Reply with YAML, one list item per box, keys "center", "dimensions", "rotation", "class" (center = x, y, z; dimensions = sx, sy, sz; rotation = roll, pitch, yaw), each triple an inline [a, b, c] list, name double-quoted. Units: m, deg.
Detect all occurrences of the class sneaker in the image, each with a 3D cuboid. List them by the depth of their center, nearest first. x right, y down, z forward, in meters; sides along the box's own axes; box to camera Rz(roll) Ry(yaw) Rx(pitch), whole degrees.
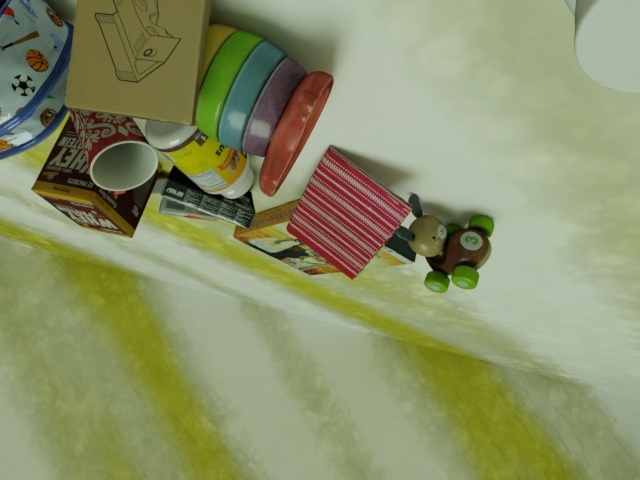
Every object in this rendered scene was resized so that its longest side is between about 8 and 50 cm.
- center: [-0.387, -0.139, 1.131]
  dimensions: [0.134, 0.051, 0.070]
  rotation: [2, -162, -23]
  class: "sneaker"

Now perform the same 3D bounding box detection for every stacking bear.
- center: [-0.143, -0.218, 0.613]
  dimensions: [0.289, 0.164, 0.175]
  rotation: [28, 125, -4]
  class: "stacking bear"

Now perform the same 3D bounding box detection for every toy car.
- center: [0.239, -0.008, 0.925]
  dimensions: [0.188, 0.155, 0.149]
  rotation: [37, 153, -19]
  class: "toy car"

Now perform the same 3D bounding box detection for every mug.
- center: [-0.388, -0.175, 0.809]
  dimensions: [0.150, 0.169, 0.113]
  rotation: [-45, 154, 21]
  class: "mug"

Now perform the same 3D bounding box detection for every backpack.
- center: [-0.479, -0.244, 0.640]
  dimensions: [0.263, 0.277, 0.213]
  rotation: [-7, 156, 30]
  class: "backpack"

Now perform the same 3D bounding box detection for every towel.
- center: [0.046, -0.044, 0.926]
  dimensions: [0.198, 0.031, 0.275]
  rotation: [36, 140, 3]
  class: "towel"

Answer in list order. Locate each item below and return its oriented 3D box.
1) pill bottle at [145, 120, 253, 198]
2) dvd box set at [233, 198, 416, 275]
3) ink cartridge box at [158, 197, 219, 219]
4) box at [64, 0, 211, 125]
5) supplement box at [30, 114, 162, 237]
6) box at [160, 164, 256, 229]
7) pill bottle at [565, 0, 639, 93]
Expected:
- center: [-0.212, -0.165, 0.839]
  dimensions: [0.117, 0.117, 0.215]
  rotation: [4, 157, 25]
  class: "pill bottle"
- center: [0.000, 0.000, 1.200]
  dimensions: [0.307, 0.062, 0.420]
  rotation: [29, 155, -34]
  class: "dvd box set"
- center: [-0.355, -0.073, 1.199]
  dimensions: [0.145, 0.045, 0.179]
  rotation: [7, 170, -22]
  class: "ink cartridge box"
- center: [-0.213, -0.247, 0.532]
  dimensions: [0.164, 0.201, 0.021]
  rotation: [10, -176, 9]
  class: "box"
- center: [-0.467, -0.137, 0.970]
  dimensions: [0.129, 0.194, 0.191]
  rotation: [11, 159, 7]
  class: "supplement box"
- center: [-0.239, -0.103, 0.983]
  dimensions: [0.190, 0.045, 0.184]
  rotation: [22, -166, -18]
  class: "box"
- center: [0.221, -0.213, 0.285]
  dimensions: [0.121, 0.221, 0.121]
  rotation: [13, 159, 5]
  class: "pill bottle"
